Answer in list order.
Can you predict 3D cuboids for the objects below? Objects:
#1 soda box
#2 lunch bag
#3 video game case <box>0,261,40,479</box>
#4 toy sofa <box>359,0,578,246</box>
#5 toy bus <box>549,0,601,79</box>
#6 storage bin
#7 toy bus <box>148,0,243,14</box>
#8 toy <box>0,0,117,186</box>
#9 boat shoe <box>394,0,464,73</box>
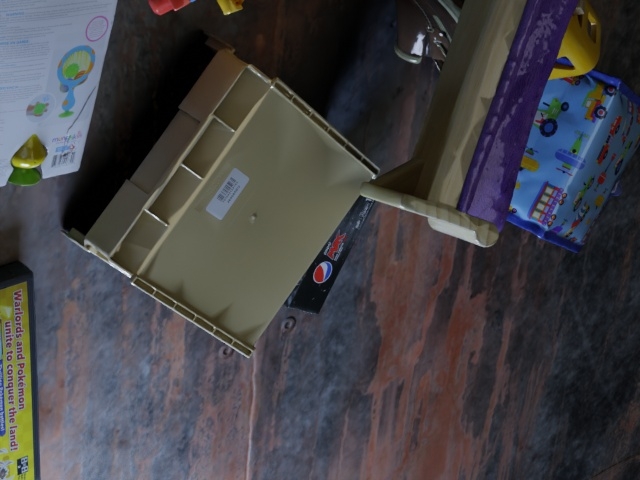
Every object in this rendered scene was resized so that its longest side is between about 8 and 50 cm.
[{"bbox_3d":[0.000,0.000,1.986,0.060,0.053,0.169,18,102,-48],"label":"soda box"},{"bbox_3d":[0.345,-0.101,2.215,0.293,0.138,0.221,20,98,-58],"label":"lunch bag"},{"bbox_3d":[-0.406,0.178,1.723,0.248,0.035,0.275,-19,126,-35],"label":"video game case"},{"bbox_3d":[0.192,-0.178,1.790,0.177,0.150,0.363,19,91,-18],"label":"toy sofa"},{"bbox_3d":[0.256,-0.269,1.937,0.202,0.104,0.191,-45,124,-56],"label":"toy bus"},{"bbox_3d":[-0.106,-0.047,1.802,0.262,0.123,0.260,-54,139,-2],"label":"storage bin"},{"bbox_3d":[-0.077,-0.295,1.643,0.211,0.220,0.149,-28,103,8],"label":"toy bus"},{"bbox_3d":[-0.277,-0.165,1.610,0.137,0.056,0.237,-15,130,-42],"label":"toy"},{"bbox_3d":[0.126,-0.243,1.925,0.095,0.095,0.257,-44,135,6],"label":"boat shoe"}]
